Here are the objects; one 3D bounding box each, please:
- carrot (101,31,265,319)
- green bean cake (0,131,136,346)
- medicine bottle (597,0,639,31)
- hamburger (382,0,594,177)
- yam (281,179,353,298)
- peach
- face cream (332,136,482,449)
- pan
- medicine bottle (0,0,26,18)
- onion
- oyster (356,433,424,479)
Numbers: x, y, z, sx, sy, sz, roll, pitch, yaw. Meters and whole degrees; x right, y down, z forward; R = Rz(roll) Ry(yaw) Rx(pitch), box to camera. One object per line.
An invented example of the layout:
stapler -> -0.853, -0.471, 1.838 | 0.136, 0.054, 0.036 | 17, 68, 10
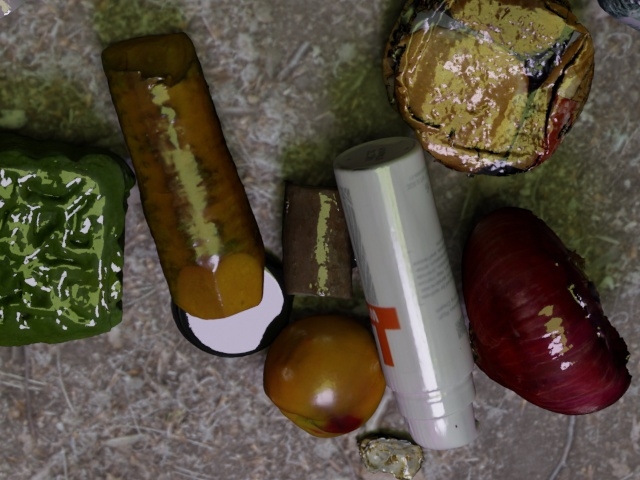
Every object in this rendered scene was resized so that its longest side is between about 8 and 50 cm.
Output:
carrot -> -0.137, -0.065, 1.965 | 0.114, 0.114, 0.302 | -17, 107, -3
green bean cake -> -0.315, -0.003, 1.962 | 0.248, 0.125, 0.222 | 0, 111, -10
medicine bottle -> 0.390, -0.267, 1.974 | 0.293, 0.141, 0.141 | 25, 105, -18
hamburger -> 0.175, -0.182, 1.992 | 0.231, 0.107, 0.231 | -2, 114, -5
yam -> -0.002, 0.000, 2.030 | 0.084, 0.084, 0.127 | 2, 92, -11
peach -> 0.010, 0.148, 2.077 | 0.138, 0.138, 0.138 | -3, 112, -9
face cream -> 0.098, 0.065, 2.013 | 0.102, 0.102, 0.345 | -15, 108, -4
pan -> -0.050, 0.051, 2.082 | 0.235, 0.028, 0.136 | -21, 111, -1
medicine bottle -> -0.376, -0.334, 1.838 | 0.095, 0.095, 0.260 | -30, 112, 3
onion -> 0.238, 0.081, 2.033 | 0.161, 0.248, 0.248 | -39, 113, -8
oyster -> 0.079, 0.247, 2.189 | 0.083, 0.019, 0.054 | 19, 108, -19
